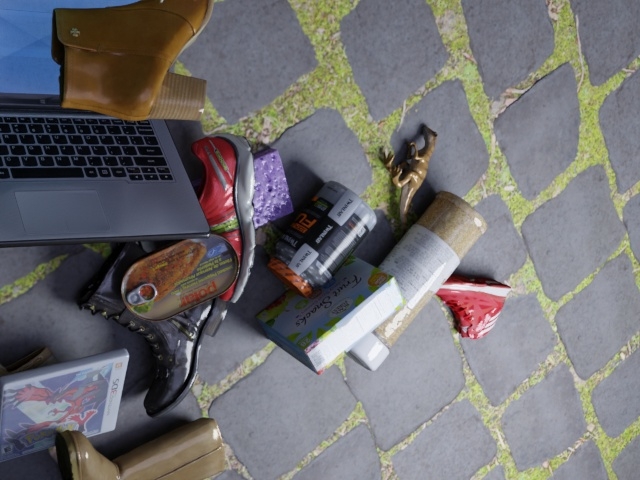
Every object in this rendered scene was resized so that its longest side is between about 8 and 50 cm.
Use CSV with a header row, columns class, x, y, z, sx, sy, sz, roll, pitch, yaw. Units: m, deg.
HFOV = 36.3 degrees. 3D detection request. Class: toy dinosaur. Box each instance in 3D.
class,x,y,z,sx,sy,sz,roll,pitch,yaw
toy dinosaur,0.166,-0.111,1.810,0.112,0.064,0.211,18,95,-36

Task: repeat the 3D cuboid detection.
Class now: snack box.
class,x,y,z,sx,sy,sz,roll,pitch,yaw
snack box,0.017,0.122,1.719,0.207,0.174,0.070,-39,123,-16

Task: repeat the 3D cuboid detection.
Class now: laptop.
class,x,y,z,sx,sy,sz,roll,pitch,yaw
laptop,-0.354,-0.219,1.346,0.382,0.408,0.236,-3,140,-31

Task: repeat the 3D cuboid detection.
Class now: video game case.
class,x,y,z,sx,sy,sz,roll,pitch,yaw
video game case,-0.407,0.259,1.533,0.201,0.023,0.183,-11,135,-33

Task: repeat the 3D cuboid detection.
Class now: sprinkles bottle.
class,x,y,z,sx,sy,sz,roll,pitch,yaw
sprinkles bottle,0.162,0.073,1.829,0.355,0.121,0.121,-50,124,-10

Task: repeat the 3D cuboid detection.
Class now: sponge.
class,x,y,z,sx,sy,sz,roll,pitch,yaw
sponge,-0.151,-0.064,1.641,0.210,0.031,0.117,-25,116,-23

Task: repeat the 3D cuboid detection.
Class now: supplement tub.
class,x,y,z,sx,sy,sz,roll,pitch,yaw
supplement tub,0.000,0.000,1.705,0.190,0.117,0.117,-51,124,-10

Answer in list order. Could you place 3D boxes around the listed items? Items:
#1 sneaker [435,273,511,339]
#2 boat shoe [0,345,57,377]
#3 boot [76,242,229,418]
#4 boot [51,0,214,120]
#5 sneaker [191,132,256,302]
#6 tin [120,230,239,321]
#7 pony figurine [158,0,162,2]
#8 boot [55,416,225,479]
class,x,y,z,sx,sy,sz,roll,pitch,yaw
sneaker,0.287,0.138,1.953,0.221,0.087,0.128,8,99,-33
boat shoe,-0.488,0.211,1.499,0.170,0.063,0.059,-21,103,-26
boot,-0.294,0.139,1.592,0.229,0.091,0.263,29,85,-30
boot,-0.263,-0.306,1.357,0.211,0.104,0.295,8,69,-23
sneaker,-0.169,-0.036,1.578,0.118,0.107,0.279,-3,104,-12
tin,-0.218,0.055,1.524,0.189,0.040,0.106,-24,102,-3
pony figurine,-0.182,-0.544,1.286,0.351,0.303,0.363,-39,125,-22
boot,-0.297,0.356,1.635,0.269,0.089,0.236,-20,138,-25
